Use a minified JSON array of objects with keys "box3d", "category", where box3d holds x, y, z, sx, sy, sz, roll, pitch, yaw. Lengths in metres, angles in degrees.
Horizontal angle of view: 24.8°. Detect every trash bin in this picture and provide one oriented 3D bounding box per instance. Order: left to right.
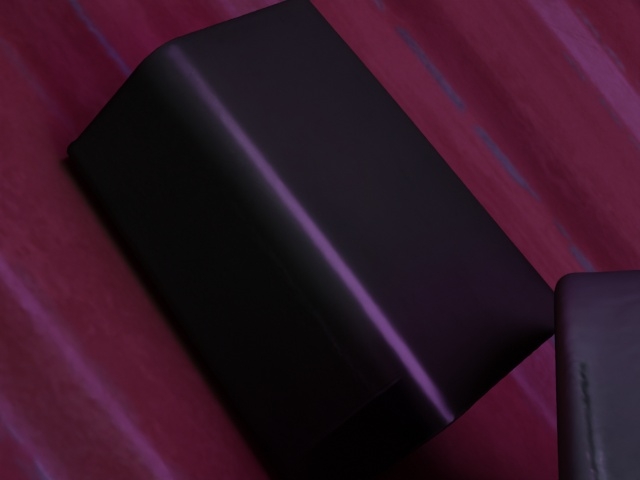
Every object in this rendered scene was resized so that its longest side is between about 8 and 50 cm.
[{"box3d":[0.000,0.000,0.797,0.240,0.122,0.164,54,39,6],"category":"trash bin"}]

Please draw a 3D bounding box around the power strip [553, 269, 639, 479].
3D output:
[{"box3d":[0.191,0.182,0.661,0.357,0.161,0.358,-2,90,-81],"category":"power strip"}]
